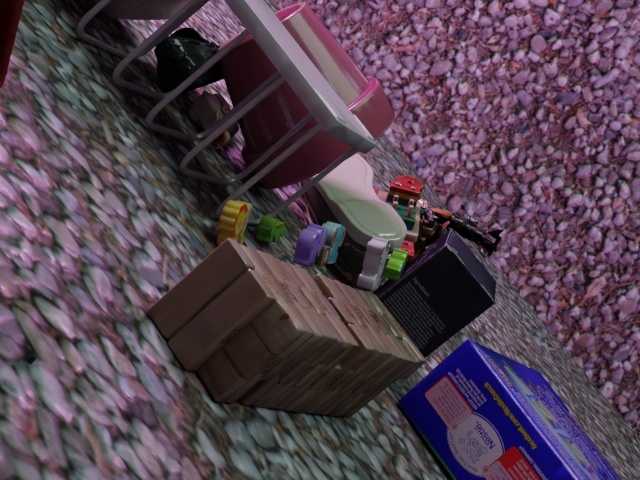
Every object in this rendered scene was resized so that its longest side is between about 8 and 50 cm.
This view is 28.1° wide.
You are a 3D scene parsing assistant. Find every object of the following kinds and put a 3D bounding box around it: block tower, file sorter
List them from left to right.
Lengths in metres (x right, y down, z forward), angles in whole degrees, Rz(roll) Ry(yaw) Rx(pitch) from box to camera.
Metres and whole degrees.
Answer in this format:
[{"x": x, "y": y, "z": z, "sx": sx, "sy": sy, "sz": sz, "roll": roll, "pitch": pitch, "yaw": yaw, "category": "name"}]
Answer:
[{"x": -0.103, "y": -0.170, "z": 1.407, "sx": 0.278, "sy": 0.173, "sz": 0.193, "roll": 52, "pitch": 10, "yaw": 11, "category": "file sorter"}, {"x": -0.016, "y": 0.087, "z": 1.107, "sx": 0.091, "sy": 0.097, "sz": 0.335, "roll": 54, "pitch": 13, "yaw": 22, "category": "block tower"}]

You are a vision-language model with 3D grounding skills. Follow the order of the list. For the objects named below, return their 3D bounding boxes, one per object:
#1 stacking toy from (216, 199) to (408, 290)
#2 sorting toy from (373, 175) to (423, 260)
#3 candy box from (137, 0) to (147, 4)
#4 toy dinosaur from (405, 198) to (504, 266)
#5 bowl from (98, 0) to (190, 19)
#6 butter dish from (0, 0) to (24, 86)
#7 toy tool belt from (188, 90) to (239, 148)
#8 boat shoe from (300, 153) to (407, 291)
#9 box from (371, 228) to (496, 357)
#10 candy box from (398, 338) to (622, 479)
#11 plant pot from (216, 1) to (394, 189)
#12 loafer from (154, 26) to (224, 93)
[{"x": 0.000, "y": 0.000, "z": 1.348, "sx": 0.167, "sy": 0.052, "sz": 0.221, "roll": 17, "pitch": 5, "yaw": 12, "category": "stacking toy"}, {"x": 0.088, "y": -0.056, "z": 1.923, "sx": 0.132, "sy": 0.046, "sz": 0.274, "roll": 15, "pitch": 26, "yaw": 0, "category": "sorting toy"}, {"x": -0.256, "y": -0.339, "z": 1.385, "sx": 0.206, "sy": 0.105, "sz": 0.027, "roll": 23, "pitch": 42, "yaw": -26, "category": "candy box"}, {"x": 0.173, "y": -0.013, "z": 2.089, "sx": 0.218, "sy": 0.164, "sz": 0.322, "roll": 33, "pitch": 34, "yaw": 13, "category": "toy dinosaur"}, {"x": -0.214, "y": -0.356, "z": 1.555, "sx": 0.289, "sy": 0.289, "sz": 0.156, "roll": -104, "pitch": -165, "yaw": -67, "category": "bowl"}, {"x": -0.286, "y": -0.172, "z": 0.850, "sx": 0.160, "sy": 0.118, "sz": 0.160, "roll": 49, "pitch": -30, "yaw": 6, "category": "butter dish"}, {"x": -0.122, "y": -0.144, "z": 1.573, "sx": 0.051, "sy": 0.052, "sz": 0.083, "roll": 22, "pitch": 30, "yaw": -52, "category": "toy tool belt"}, {"x": 0.029, "y": -0.045, "z": 1.747, "sx": 0.109, "sy": 0.091, "sz": 0.305, "roll": 3, "pitch": 30, "yaw": -21, "category": "boat shoe"}, {"x": 0.122, "y": 0.075, "z": 1.527, "sx": 0.093, "sy": 0.158, "sz": 0.156, "roll": 50, "pitch": 11, "yaw": 0, "category": "box"}, {"x": 0.256, "y": 0.271, "z": 1.506, "sx": 0.268, "sy": 0.122, "sz": 0.317, "roll": 54, "pitch": 12, "yaw": 25, "category": "candy box"}, {"x": -0.033, "y": -0.189, "z": 1.604, "sx": 0.180, "sy": 0.201, "sz": 0.201, "roll": 61, "pitch": 7, "yaw": -17, "category": "plant pot"}, {"x": -0.160, "y": -0.235, "z": 1.635, "sx": 0.223, "sy": 0.076, "sz": 0.078, "roll": -53, "pitch": 125, "yaw": -76, "category": "loafer"}]
